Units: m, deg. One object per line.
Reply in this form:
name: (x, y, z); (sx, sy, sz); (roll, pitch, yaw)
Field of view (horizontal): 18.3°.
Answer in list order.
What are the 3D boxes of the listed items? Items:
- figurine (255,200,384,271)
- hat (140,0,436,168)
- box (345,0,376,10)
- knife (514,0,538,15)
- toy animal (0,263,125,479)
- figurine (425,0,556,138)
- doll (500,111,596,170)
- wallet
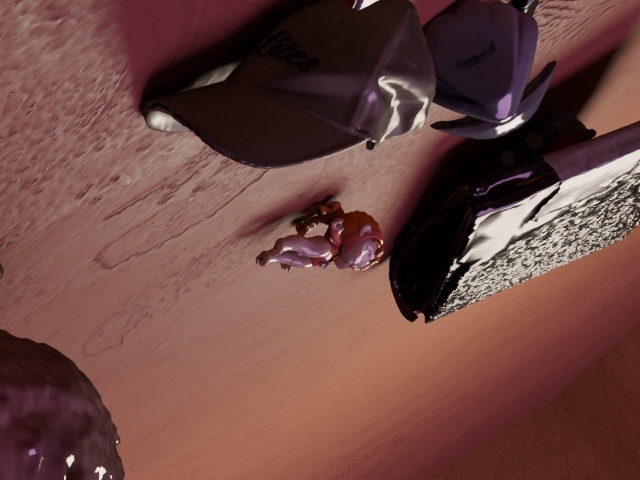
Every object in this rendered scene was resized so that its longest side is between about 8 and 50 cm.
figurine: (0.000, 0.000, 1.347); (0.109, 0.047, 0.064); (-7, 157, -49)
hat: (-0.012, -0.079, 0.982); (0.166, 0.081, 0.122); (-13, -163, -29)
box: (0.090, -0.178, 0.883); (0.218, 0.055, 0.039); (-32, 169, -19)
knife: (0.121, -0.128, 1.274); (0.023, 0.010, 0.170); (-34, 170, -11)
toy animal: (-0.202, 0.142, 0.978); (0.226, 0.188, 0.358); (-30, 169, -1)
figurine: (0.092, -0.100, 1.182); (0.094, 0.082, 0.086); (-27, -174, 5)
doll: (0.184, -0.079, 1.577); (0.114, 0.039, 0.057); (-17, 130, -52)
wallet: (0.182, -0.022, 1.595); (0.221, 0.071, 0.262); (-18, 165, -17)
